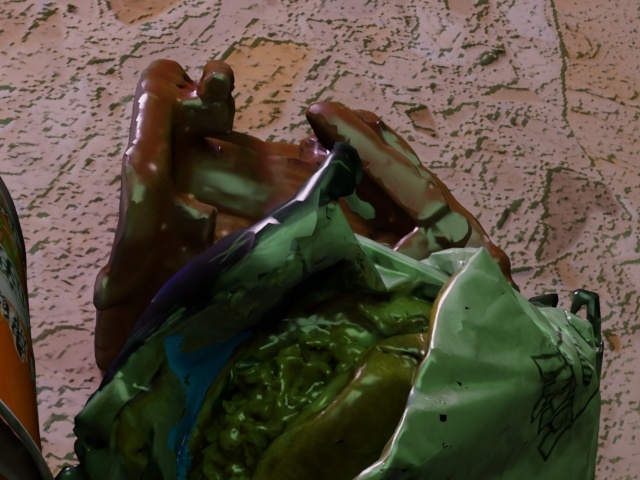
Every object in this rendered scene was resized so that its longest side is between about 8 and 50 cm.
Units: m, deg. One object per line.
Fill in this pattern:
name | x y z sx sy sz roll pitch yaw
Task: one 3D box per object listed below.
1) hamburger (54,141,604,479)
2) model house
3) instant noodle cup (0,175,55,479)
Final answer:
hamburger | 0.031 0.117 0.785 0.276 0.261 0.150 29 1 -36
model house | -0.002 0.000 0.958 0.229 0.199 0.220 13 54 -8
instant noodle cup | -0.241 0.064 0.715 0.296 0.296 0.214 13 32 -15
